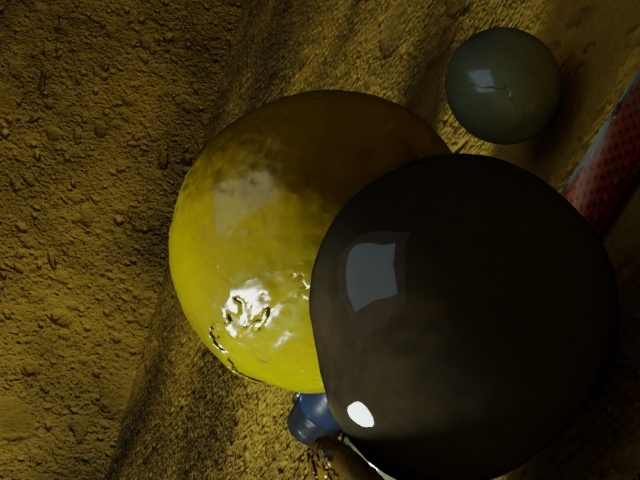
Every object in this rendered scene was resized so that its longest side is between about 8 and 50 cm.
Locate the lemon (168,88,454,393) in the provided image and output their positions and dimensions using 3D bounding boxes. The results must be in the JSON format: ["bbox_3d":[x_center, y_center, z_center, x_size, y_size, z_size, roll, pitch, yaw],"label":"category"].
[{"bbox_3d":[0.000,0.000,1.458,0.297,0.297,0.297,-159,90,-77],"label":"lemon"}]

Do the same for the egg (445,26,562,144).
[{"bbox_3d":[0.181,-0.152,1.537,0.152,0.114,0.114,-108,41,-67],"label":"egg"}]

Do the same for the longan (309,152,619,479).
[{"bbox_3d":[0.105,0.062,1.218,0.258,0.258,0.258,-159,90,-77],"label":"longan"}]

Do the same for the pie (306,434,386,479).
[{"bbox_3d":[0.059,0.274,1.209,0.273,0.069,0.273,161,90,-83],"label":"pie"}]

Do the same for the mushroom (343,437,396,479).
[{"bbox_3d":[0.034,0.261,1.554,0.107,0.087,0.333,-78,12,-51],"label":"mushroom"}]

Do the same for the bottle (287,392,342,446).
[{"bbox_3d":[0.035,0.139,1.745,0.082,0.072,0.244,51,131,26],"label":"bottle"}]

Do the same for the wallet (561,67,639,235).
[{"bbox_3d":[0.263,-0.091,1.325,0.103,0.020,0.196,-90,25,-58],"label":"wallet"}]

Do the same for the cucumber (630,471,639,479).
[{"bbox_3d":[0.209,0.195,0.993,0.072,0.072,0.300,-92,26,-59],"label":"cucumber"}]
